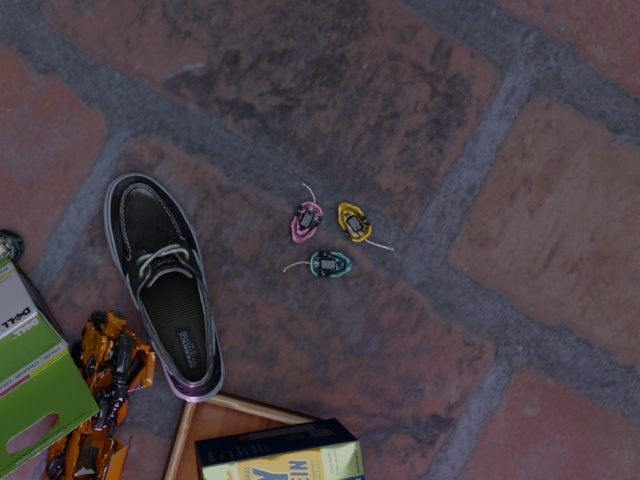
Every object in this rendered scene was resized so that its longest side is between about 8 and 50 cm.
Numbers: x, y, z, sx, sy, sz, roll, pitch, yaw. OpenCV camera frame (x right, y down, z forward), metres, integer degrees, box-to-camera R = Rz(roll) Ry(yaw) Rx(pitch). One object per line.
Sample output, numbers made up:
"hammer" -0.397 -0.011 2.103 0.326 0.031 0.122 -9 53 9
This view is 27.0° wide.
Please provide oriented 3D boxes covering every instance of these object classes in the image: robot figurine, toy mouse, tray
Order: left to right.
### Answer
"robot figurine" -0.299 0.237 1.786 0.085 0.211 0.291 15 95 -27
"tray" -0.144 0.427 1.870 0.202 0.076 0.411 16 88 -9
"toy mouse" 0.000 0.000 1.904 0.143 0.031 0.161 -41 97 -6

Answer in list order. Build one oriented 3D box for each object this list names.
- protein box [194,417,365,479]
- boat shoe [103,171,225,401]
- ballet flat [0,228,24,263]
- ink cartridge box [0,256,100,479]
"protein box" -0.054 0.327 1.745 0.201 0.200 0.136 -9 92 -9
"boat shoe" -0.202 0.051 1.800 0.121 0.119 0.335 -21 79 -13
"ballet flat" -0.492 0.041 1.809 0.188 0.070 0.070 -34 96 -7
"ink cartridge box" -0.421 0.168 1.728 0.188 0.255 0.097 -34 135 -7
